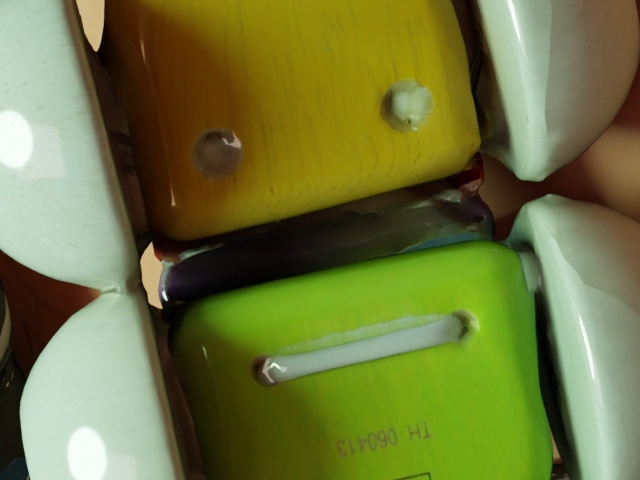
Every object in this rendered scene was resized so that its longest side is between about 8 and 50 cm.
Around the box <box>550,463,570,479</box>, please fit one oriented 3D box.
[{"bbox_3d":[0.151,0.154,0.409,0.381,0.143,0.191,-6,106,48],"label":"box"}]

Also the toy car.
[{"bbox_3d":[0.000,0.000,0.477,0.136,0.159,0.182,171,86,-85],"label":"toy car"}]

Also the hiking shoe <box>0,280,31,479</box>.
[{"bbox_3d":[-0.214,0.057,0.730,0.304,0.113,0.132,17,134,46],"label":"hiking shoe"}]
